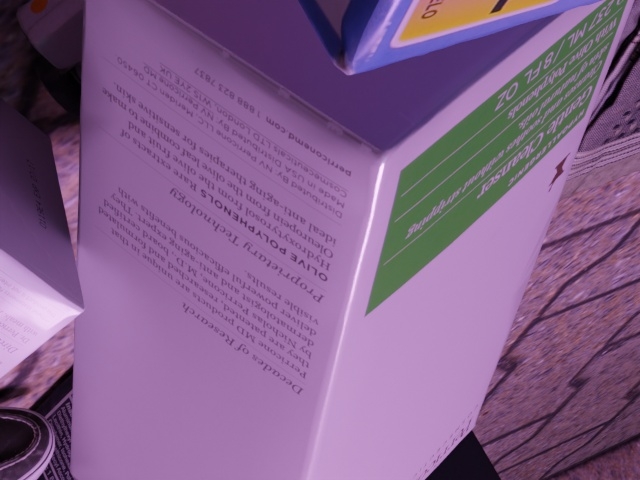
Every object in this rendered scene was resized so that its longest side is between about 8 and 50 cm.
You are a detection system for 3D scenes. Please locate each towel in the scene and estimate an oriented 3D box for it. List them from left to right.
[{"bbox_3d":[0.322,-0.168,1.193,0.324,0.056,0.312,-22,157,-32],"label":"towel"}]

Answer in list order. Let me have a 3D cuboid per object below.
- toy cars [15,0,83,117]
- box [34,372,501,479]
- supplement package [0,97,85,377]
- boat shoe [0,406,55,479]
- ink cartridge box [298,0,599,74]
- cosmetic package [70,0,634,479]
[{"bbox_3d":[-0.003,-0.114,0.844,0.393,0.087,0.176,-8,139,-38],"label":"toy cars"},{"bbox_3d":[-0.045,0.189,1.185,0.182,0.296,0.294,-4,148,-50],"label":"box"},{"bbox_3d":[-0.245,0.029,0.686,0.244,0.139,0.134,-38,129,13],"label":"supplement package"},{"bbox_3d":[-0.286,0.160,1.106,0.219,0.078,0.070,-13,155,-36],"label":"boat shoe"},{"bbox_3d":[0.127,-0.235,0.455,0.395,0.270,0.151,-19,159,-26],"label":"ink cartridge box"},{"bbox_3d":[0.000,0.000,0.727,0.197,0.155,0.366,-41,155,-33],"label":"cosmetic package"}]
